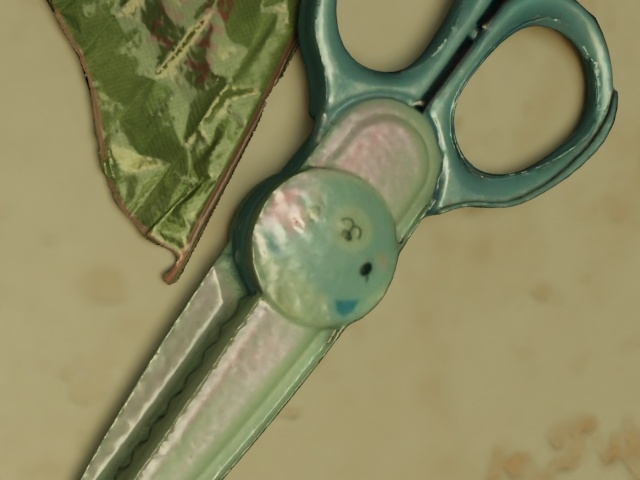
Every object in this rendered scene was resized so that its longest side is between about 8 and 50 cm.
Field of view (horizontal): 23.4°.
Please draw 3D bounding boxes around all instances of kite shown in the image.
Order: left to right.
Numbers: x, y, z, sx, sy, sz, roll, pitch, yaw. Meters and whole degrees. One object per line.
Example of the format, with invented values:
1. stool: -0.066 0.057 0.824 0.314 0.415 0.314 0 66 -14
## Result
1. kite: -0.067 -0.152 0.514 0.268 0.013 0.323 -22 97 -17

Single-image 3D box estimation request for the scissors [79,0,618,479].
1. scissors: 0.000 0.000 0.520 0.125 0.030 0.256 40 77 -19
